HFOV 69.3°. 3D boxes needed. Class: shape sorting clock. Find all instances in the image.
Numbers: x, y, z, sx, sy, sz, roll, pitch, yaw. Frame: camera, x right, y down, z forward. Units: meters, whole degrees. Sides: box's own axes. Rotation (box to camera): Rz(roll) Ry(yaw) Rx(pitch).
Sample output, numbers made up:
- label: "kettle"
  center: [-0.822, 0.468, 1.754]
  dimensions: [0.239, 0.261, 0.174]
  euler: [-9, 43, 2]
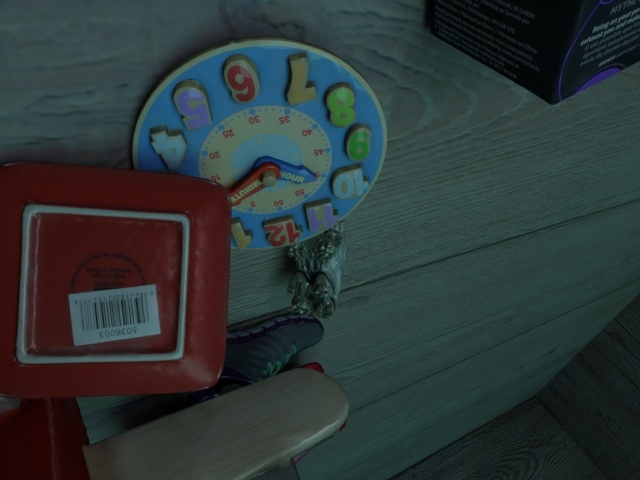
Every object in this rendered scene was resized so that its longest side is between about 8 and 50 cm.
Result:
- label: "shape sorting clock"
  center: [-0.044, -0.062, 0.381]
  dimensions: [0.206, 0.040, 0.206]
  euler: [-10, 142, -8]

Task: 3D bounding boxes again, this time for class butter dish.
- label: "butter dish"
  center: [-0.157, 0.029, 0.362]
  dimensions: [0.160, 0.118, 0.159]
  euler: [3, 90, -17]

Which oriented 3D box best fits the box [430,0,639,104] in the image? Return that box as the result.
- label: "box"
  center: [0.182, -0.255, 0.287]
  dimensions: [0.165, 0.143, 0.270]
  euler: [-28, 144, -14]

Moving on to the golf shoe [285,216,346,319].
- label: "golf shoe"
  center: [0.000, 0.000, 0.521]
  dimensions: [0.086, 0.069, 0.176]
  euler: [-56, 157, -54]

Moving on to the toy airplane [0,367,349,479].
- label: "toy airplane"
  center: [-0.203, 0.240, 0.351]
  dimensions: [0.384, 0.386, 0.272]
  euler: [-60, 143, -51]

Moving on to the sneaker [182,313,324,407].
- label: "sneaker"
  center: [-0.078, 0.162, 0.594]
  dimensions: [0.224, 0.098, 0.083]
  euler: [-6, 135, -35]

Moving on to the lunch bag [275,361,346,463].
- label: "lunch bag"
  center: [-0.113, 0.282, 0.639]
  dimensions: [0.293, 0.120, 0.258]
  euler: [-20, 158, -19]
